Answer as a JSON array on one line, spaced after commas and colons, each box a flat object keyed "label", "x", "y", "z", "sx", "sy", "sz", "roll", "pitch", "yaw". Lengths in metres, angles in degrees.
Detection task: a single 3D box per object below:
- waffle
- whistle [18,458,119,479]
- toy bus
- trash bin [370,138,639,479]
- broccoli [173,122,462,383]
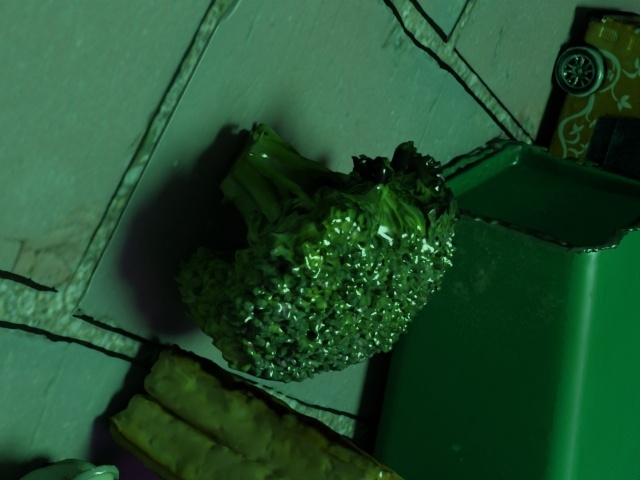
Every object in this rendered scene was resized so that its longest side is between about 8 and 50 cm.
[{"label": "waffle", "x": -0.008, "y": 0.190, "z": 1.138, "sx": 0.091, "sy": 0.213, "sz": 0.308, "roll": -59, "pitch": 153, "yaw": -8}, {"label": "whistle", "x": -0.154, "y": 0.197, "z": 1.043, "sx": 0.114, "sy": 0.077, "sz": 0.235, "roll": -35, "pitch": 157, "yaw": 5}, {"label": "toy bus", "x": 0.314, "y": -0.083, "z": 1.532, "sx": 0.138, "sy": 0.167, "sz": 0.275, "roll": -11, "pitch": 122, "yaw": -58}, {"label": "trash bin", "x": 0.178, "y": 0.126, "z": 1.395, "sx": 0.295, "sy": 0.259, "sz": 0.381, "roll": -29, "pitch": 129, "yaw": -49}, {"label": "broccoli", "x": 0.002, "y": 0.002, "z": 1.059, "sx": 0.176, "sy": 0.198, "sz": 0.226, "roll": 35, "pitch": 47, "yaw": -29}]
